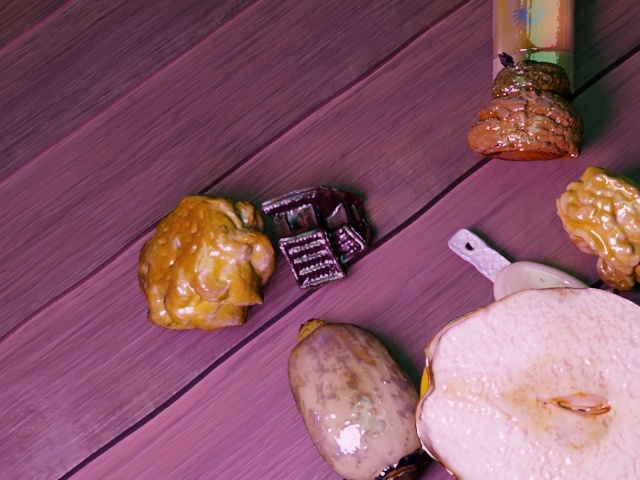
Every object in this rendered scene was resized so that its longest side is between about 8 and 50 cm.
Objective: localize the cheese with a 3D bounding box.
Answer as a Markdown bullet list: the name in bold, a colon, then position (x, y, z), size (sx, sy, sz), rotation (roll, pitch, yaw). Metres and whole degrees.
- **cheese**: position (0.298, 0.058, 1.600), size (0.127, 0.049, 0.235), rotation (-44, 64, -9)

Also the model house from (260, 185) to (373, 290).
- **model house**: position (0.007, -0.002, 1.665), size (0.165, 0.106, 0.152), rotation (-18, 62, 0)

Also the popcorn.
- **popcorn**: position (0.461, -0.028, 1.559), size (0.163, 0.140, 0.194), rotation (-28, 63, 4)

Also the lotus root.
- **lotus root**: position (0.042, 0.229, 1.522), size (0.173, 0.173, 0.309), rotation (-31, 55, -3)

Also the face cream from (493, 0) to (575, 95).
- **face cream**: position (0.363, -0.380, 1.748), size (0.139, 0.067, 0.285), rotation (-1, 85, 24)

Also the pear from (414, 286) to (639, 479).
- **pear**: position (0.330, 0.245, 1.419), size (0.387, 0.191, 0.340), rotation (10, 72, 16)

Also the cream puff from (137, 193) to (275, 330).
- **cream puff**: position (-0.181, 0.040, 1.637), size (0.196, 0.244, 0.244), rotation (4, 58, -25)

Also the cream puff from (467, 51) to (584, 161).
- **cream puff**: position (0.328, -0.217, 1.642), size (0.183, 0.183, 0.168), rotation (3, 89, 14)
